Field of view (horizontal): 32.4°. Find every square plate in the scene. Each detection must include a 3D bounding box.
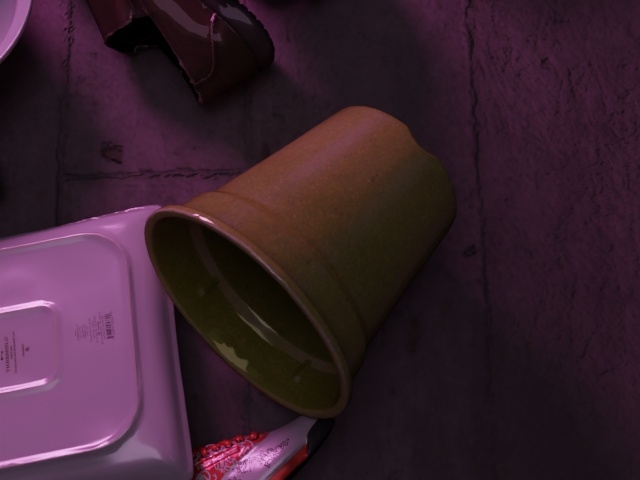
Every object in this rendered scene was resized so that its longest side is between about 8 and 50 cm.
[{"bbox_3d":[-0.325,0.126,1.193,0.343,0.049,0.347,-11,59,0],"label":"square plate"}]

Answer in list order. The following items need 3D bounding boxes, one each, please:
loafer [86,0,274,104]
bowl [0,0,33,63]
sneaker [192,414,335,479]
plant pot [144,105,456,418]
[{"bbox_3d":[-0.227,-0.296,1.313,0.366,0.134,0.130,38,79,11],"label":"loafer"},{"bbox_3d":[-0.488,-0.278,1.301,0.297,0.134,0.298,3,76,-13],"label":"bowl"},{"bbox_3d":[-0.122,0.241,1.174,0.270,0.090,0.145,-43,79,-8],"label":"sneaker"},{"bbox_3d":[0.000,0.000,1.167,0.276,0.276,0.254,39,63,12],"label":"plant pot"}]
